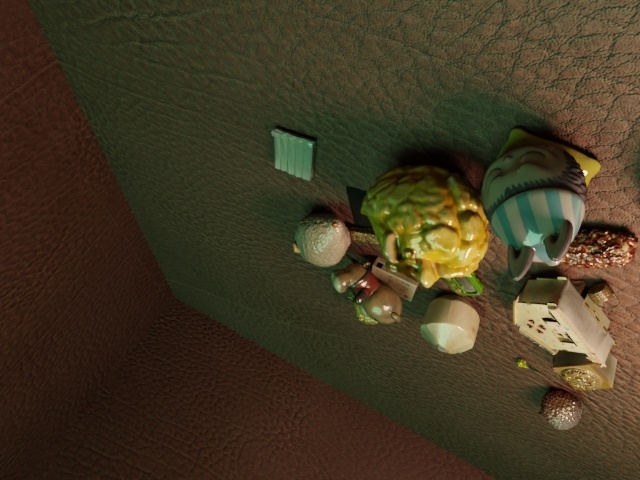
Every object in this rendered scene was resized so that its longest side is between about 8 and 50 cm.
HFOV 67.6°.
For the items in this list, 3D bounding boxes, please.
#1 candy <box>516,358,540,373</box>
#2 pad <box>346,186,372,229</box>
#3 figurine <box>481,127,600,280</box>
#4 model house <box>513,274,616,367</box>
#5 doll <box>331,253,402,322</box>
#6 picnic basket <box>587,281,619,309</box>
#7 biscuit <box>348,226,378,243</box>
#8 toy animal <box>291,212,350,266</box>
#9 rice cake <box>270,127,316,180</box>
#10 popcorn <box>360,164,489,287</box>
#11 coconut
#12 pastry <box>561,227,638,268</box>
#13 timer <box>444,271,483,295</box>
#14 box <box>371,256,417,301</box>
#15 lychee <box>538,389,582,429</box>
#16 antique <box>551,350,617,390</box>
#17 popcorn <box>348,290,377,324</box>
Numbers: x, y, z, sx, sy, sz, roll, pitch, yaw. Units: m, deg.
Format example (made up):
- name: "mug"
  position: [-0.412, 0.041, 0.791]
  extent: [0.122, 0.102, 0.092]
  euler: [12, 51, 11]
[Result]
- name: "candy"
  position: [0.878, 0.533, 2.008]
  extent: [0.123, 0.035, 0.035]
  euler: [29, 161, -7]
- name: "pad"
  position: [0.273, -0.071, 1.764]
  extent: [0.367, 0.007, 0.247]
  euler: [17, 145, 27]
- name: "figurine"
  position: [0.509, -0.036, 1.219]
  extent: [0.266, 0.378, 0.361]
  euler: [18, 145, 26]
- name: "model house"
  position: [0.781, 0.251, 1.586]
  extent: [0.326, 0.169, 0.244]
  euler: [46, 155, -16]
- name: "doll"
  position: [0.200, 0.208, 1.969]
  extent: [0.330, 0.174, 0.235]
  euler: [43, 179, -10]
- name: "picnic basket"
  position: [0.868, 0.175, 1.462]
  extent: [0.083, 0.072, 0.072]
  euler: [51, 148, -3]
- name: "biscuit"
  position: [0.202, -0.017, 1.869]
  extent: [0.199, 0.034, 0.064]
  euler: [12, 142, 35]
- name: "toy animal"
  position: [0.001, -0.003, 1.947]
  extent: [0.226, 0.188, 0.358]
  euler: [29, 149, 1]
- name: "rice cake"
  position: [-0.098, -0.316, 1.749]
  extent: [0.189, 0.037, 0.198]
  euler: [23, 147, 19]
- name: "popcorn"
  position: [0.324, -0.055, 1.430]
  extent: [0.354, 0.390, 0.344]
  euler: [-34, 154, 31]
- name: "coconut"
  position: [0.512, 0.344, 1.902]
  extent: [0.241, 0.241, 0.241]
  euler: [25, 148, 17]
- name: "pastry"
  position: [0.761, 0.025, 1.335]
  extent: [0.208, 0.097, 0.115]
  euler: [4, 155, 39]
- name: "timer"
  position: [0.533, 0.150, 1.780]
  extent: [0.140, 0.047, 0.128]
  euler: [48, 149, -22]
- name: "box"
  position: [0.311, 0.162, 2.003]
  extent: [0.201, 0.058, 0.141]
  euler: [25, 148, 18]
- name: "lychee"
  position: [0.997, 0.711, 2.003]
  extent: [0.165, 0.165, 0.197]
  euler: [44, 128, -16]
- name: "antique"
  position: [0.937, 0.446, 1.704]
  extent: [0.146, 0.148, 0.152]
  euler: [40, 147, -13]
- name: "popcorn"
  position: [0.224, 0.287, 2.170]
  extent: [0.168, 0.173, 0.195]
  euler: [-10, 112, 52]
